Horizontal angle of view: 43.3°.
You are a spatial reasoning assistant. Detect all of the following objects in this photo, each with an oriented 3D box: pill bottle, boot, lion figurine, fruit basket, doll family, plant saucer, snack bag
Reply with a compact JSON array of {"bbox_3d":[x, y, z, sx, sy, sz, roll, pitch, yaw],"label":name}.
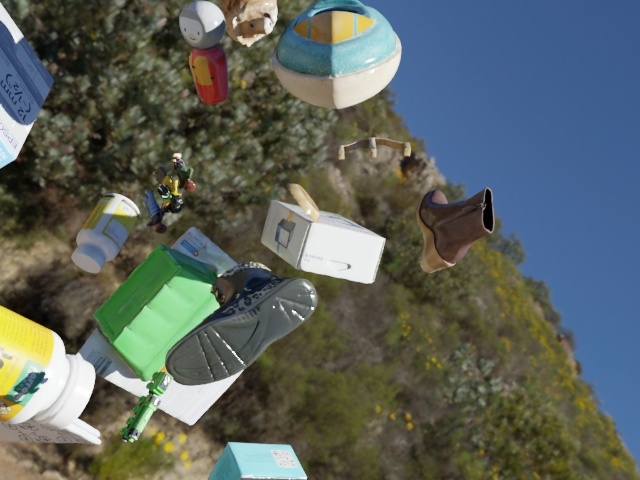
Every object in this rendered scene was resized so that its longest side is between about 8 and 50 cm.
[{"bbox_3d":[-0.513,-0.016,1.915,0.103,0.184,0.103,15,-36,11],"label":"pill bottle"},{"bbox_3d":[-0.137,0.116,1.195,0.179,0.236,0.085,23,-39,63],"label":"boot"},{"bbox_3d":[-0.199,-0.648,1.811,0.392,0.240,0.142,49,-1,-33],"label":"lion figurine"},{"bbox_3d":[-0.256,0.175,1.581,0.165,0.327,0.353,40,-3,40],"label":"fruit basket"},{"bbox_3d":[-0.339,-0.097,1.789,0.111,0.076,0.193,59,-39,23],"label":"doll family"},{"bbox_3d":[-0.025,-0.066,1.348,0.083,0.015,0.083,52,8,-10],"label":"plant saucer"},{"bbox_3d":[-0.630,0.302,1.511,0.323,0.037,0.342,-4,-37,28],"label":"snack bag"},{"bbox_3d":[-0.368,0.137,0.914,0.208,0.117,0.118,36,-2,-34],"label":"pill bottle"},{"bbox_3d":[0.306,-0.057,1.777,0.090,0.248,0.207,29,-45,-21],"label":"boot"}]

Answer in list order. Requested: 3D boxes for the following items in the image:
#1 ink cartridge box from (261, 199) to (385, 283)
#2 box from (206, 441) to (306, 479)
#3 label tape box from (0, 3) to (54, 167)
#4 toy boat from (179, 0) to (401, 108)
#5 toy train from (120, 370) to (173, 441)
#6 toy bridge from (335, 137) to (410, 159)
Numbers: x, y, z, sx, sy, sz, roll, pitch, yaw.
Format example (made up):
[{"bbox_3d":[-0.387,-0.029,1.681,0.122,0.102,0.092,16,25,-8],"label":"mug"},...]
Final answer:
[{"bbox_3d":[0.000,0.000,1.483,0.154,0.093,0.212,12,10,-23],"label":"ink cartridge box"},{"bbox_3d":[-0.121,0.376,1.063,0.101,0.244,0.060,14,26,-35],"label":"box"},{"bbox_3d":[-0.529,-0.227,1.146,0.347,0.115,0.249,-94,162,-51],"label":"label tape box"},{"bbox_3d":[-0.042,-0.287,1.183,0.267,0.319,0.148,-94,178,-59],"label":"toy boat"},{"bbox_3d":[-0.181,0.173,0.844,0.024,0.083,0.017,-4,-41,41],"label":"toy train"},{"bbox_3d":[0.131,-0.236,2.043,0.063,0.188,0.026,-92,179,-51],"label":"toy bridge"}]
